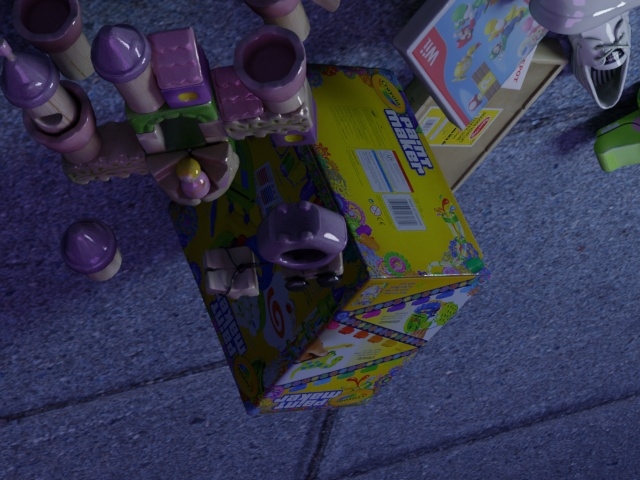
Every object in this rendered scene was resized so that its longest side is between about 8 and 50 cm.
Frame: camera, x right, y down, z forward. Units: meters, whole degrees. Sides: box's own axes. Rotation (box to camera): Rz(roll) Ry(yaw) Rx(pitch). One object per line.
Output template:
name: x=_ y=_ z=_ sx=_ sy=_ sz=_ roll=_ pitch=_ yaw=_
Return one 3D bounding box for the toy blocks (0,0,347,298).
toy blocks: x=-0.141 y=-0.124 z=1.636 sx=0.288 sy=0.309 sz=0.260 roll=-8 pitch=160 yaw=6

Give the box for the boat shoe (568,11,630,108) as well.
boat shoe: x=0.334 y=-0.235 z=2.105 sx=0.083 sy=0.076 sz=0.226 roll=-24 pitch=152 yaw=2

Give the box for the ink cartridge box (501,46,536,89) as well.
ink cartridge box: x=0.174 y=-0.225 z=1.985 sx=0.135 sy=0.056 sz=0.099 roll=3 pitch=115 yaw=-39

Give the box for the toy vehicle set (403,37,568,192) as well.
toy vehicle set: x=0.158 y=-0.147 z=2.172 sx=0.166 sy=0.035 sz=0.267 roll=-1 pitch=145 yaw=-36

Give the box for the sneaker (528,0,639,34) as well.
sneaker: x=0.347 y=-0.339 z=1.867 sx=0.292 sy=0.108 sz=0.169 roll=-32 pitch=149 yaw=-28

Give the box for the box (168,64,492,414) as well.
box: x=0.000 y=0.000 z=2.041 sx=0.177 sy=0.290 sz=0.279 roll=-1 pitch=146 yaw=-37

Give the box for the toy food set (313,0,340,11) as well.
toy food set: x=0.017 y=-0.335 z=1.716 sx=0.128 sy=0.071 sz=0.218 roll=22 pitch=132 yaw=-22

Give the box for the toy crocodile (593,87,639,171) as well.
toy crocodile: x=0.512 y=-0.172 z=2.320 sx=0.340 sy=0.105 sz=0.115 roll=-24 pitch=152 yaw=3

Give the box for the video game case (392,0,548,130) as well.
video game case: x=0.205 y=-0.266 z=1.889 sx=0.285 sy=0.025 sz=0.204 roll=-49 pitch=151 yaw=-2
